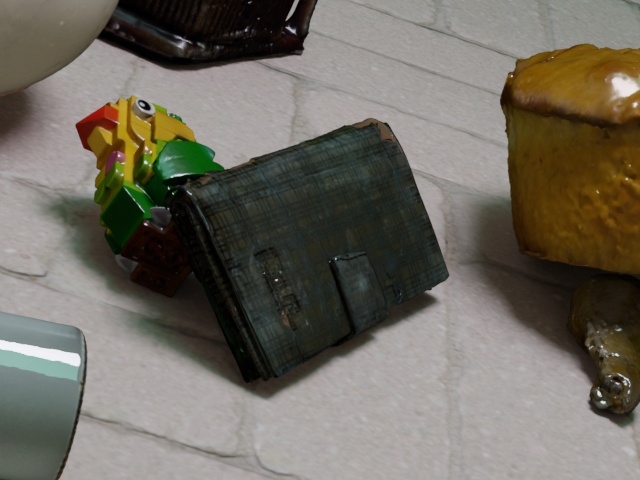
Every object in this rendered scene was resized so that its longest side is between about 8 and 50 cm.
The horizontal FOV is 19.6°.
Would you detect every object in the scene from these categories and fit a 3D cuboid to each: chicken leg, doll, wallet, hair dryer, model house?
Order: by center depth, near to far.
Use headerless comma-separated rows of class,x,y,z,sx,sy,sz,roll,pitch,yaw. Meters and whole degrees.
hair dryer,-0.267,0.049,1.285,0.173,0.107,0.357,14,16,-17
doll,-0.126,-0.040,1.527,0.134,0.106,0.186,0,48,-43
wallet,0.001,0.000,1.528,0.317,0.044,0.169,-24,90,-58
chicken leg,0.263,0.089,1.638,0.085,0.069,0.198,17,30,-2
model house,-0.143,-0.368,2.010,0.317,0.282,0.297,27,25,11

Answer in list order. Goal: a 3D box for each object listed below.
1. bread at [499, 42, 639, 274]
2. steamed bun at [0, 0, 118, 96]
bread,0.345,-0.072,1.743,0.398,0.215,0.398,6,3,0
steamed bun,-0.360,-0.251,1.636,0.374,0.241,0.374,15,20,-6
